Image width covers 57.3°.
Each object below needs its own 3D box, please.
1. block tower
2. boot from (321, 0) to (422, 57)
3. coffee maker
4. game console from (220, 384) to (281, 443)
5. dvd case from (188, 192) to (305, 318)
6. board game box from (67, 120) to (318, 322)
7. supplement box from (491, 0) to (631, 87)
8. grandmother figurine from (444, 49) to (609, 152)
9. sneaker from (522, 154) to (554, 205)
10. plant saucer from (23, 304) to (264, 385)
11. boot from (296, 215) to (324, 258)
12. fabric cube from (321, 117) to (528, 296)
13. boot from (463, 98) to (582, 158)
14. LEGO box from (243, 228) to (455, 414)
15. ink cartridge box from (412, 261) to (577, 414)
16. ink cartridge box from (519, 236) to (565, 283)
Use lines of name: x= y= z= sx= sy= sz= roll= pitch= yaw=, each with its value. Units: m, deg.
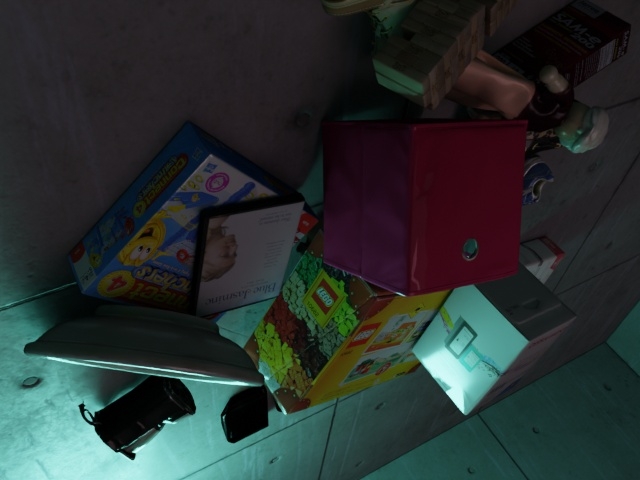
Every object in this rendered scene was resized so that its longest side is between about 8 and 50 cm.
block tower: x=0.215 y=-0.347 z=0.868 sx=0.335 sy=0.097 sz=0.091 roll=-50 pitch=156 yaw=-9
boot: x=0.091 y=-0.327 z=0.880 sx=0.213 sy=0.077 sz=0.165 roll=-29 pitch=146 yaw=-24
coffee maker: x=-0.383 y=0.364 z=1.259 sx=0.178 sy=0.120 sz=0.171 roll=-37 pitch=146 yaw=0
game console: x=-0.112 y=0.448 z=1.668 sx=0.361 sy=0.044 sz=0.213 roll=-22 pitch=144 yaw=-21
dvd case: x=-0.131 y=0.032 z=1.012 sx=0.180 sy=0.022 sz=0.253 roll=-14 pitch=140 yaw=-30
board game box: x=-0.203 y=-0.006 z=1.002 sx=0.302 sy=0.086 sz=0.308 roll=-45 pitch=145 yaw=12
supplement box: x=0.449 y=-0.352 z=1.122 sx=0.239 sy=0.130 sz=0.073 roll=-34 pitch=145 yaw=-5
grandmother figurine: x=0.348 y=-0.244 z=1.010 sx=0.342 sy=0.208 sz=0.104 roll=20 pitch=84 yaw=-12
sneaker: x=0.507 y=-0.116 z=1.502 sx=0.080 sy=0.081 sz=0.211 roll=-2 pitch=135 yaw=-42
plant saucer: x=-0.290 y=0.181 z=1.020 sx=0.399 sy=0.101 sz=0.400 roll=6 pitch=165 yaw=2
boot: x=0.000 y=0.000 z=1.236 sx=0.118 sy=0.042 sz=0.087 roll=-44 pitch=152 yaw=13
fabric cube: x=0.171 y=-0.076 z=1.005 sx=0.254 sy=0.259 sz=0.259 roll=-8 pitch=105 yaw=-30
boot: x=0.428 y=-0.184 z=1.298 sx=0.377 sy=0.138 sz=0.284 roll=-6 pitch=135 yaw=-31
LEGO box: x=0.128 y=0.167 z=1.369 sx=0.499 sy=0.193 sz=0.373 roll=-1 pitch=133 yaw=-48
ink cartridge box: x=0.385 y=0.211 z=1.321 sx=0.198 sy=0.197 sz=0.270 roll=-13 pitch=141 yaw=-39
ink cartridge box: x=0.642 y=0.089 z=1.858 sx=0.217 sy=0.092 sz=0.159 roll=-15 pitch=141 yaw=-32
